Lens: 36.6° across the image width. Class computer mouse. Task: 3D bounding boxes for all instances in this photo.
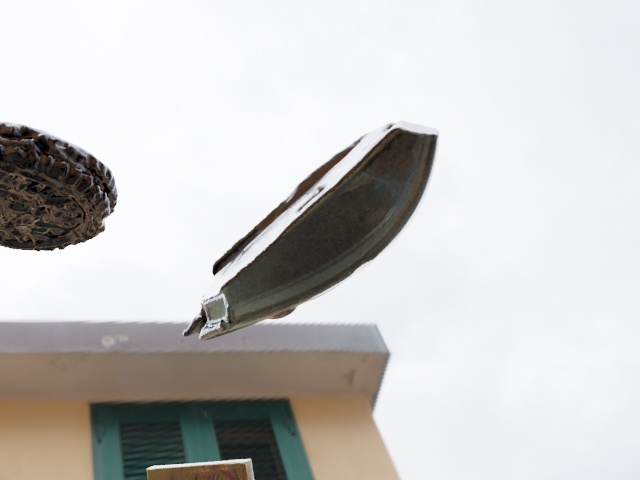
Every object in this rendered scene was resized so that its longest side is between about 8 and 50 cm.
[{"bbox_3d":[0.001,0.002,0.682,0.231,0.126,0.071,-42,-79,-6],"label":"computer mouse"}]

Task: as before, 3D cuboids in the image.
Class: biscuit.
[{"bbox_3d":[-0.285,-0.046,0.895,0.195,0.053,0.194,2,-27,1],"label":"biscuit"}]

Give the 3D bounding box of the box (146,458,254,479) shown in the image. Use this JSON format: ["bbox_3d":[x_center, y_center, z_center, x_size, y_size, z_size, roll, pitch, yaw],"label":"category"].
[{"bbox_3d":[-0.159,0.343,1.306,0.156,0.022,0.089,-11,-92,22],"label":"box"}]
